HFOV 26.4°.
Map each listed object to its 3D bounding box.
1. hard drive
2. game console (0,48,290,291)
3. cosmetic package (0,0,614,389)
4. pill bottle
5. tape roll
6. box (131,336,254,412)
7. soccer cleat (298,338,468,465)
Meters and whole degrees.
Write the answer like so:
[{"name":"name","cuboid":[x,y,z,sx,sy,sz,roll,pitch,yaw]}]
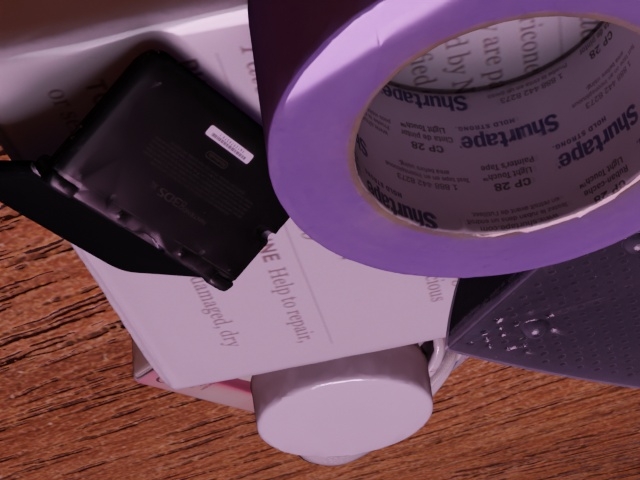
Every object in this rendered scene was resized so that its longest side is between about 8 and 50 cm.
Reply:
[{"name":"hard drive","cuboid":[0.207,0.020,0.717,0.255,0.054,0.172,10,143,-27]},{"name":"game console","cuboid":[-0.082,-0.031,0.616,0.107,0.071,0.122,-49,137,6]},{"name":"cosmetic package","cuboid":[0.047,-0.160,0.758,0.394,0.329,0.327,-13,146,5]},{"name":"pill bottle","cuboid":[0.000,0.000,1.023,0.169,0.301,0.169,-6,148,-4]},{"name":"tape roll","cuboid":[0.069,-0.070,0.531,0.189,0.080,0.189,-7,145,-5]},{"name":"box","cuboid":[-0.049,0.069,1.265,0.232,0.148,0.127,21,138,-38]},{"name":"soccer cleat","cuboid":[0.097,0.068,1.167,0.116,0.331,0.143,47,148,-4]}]
